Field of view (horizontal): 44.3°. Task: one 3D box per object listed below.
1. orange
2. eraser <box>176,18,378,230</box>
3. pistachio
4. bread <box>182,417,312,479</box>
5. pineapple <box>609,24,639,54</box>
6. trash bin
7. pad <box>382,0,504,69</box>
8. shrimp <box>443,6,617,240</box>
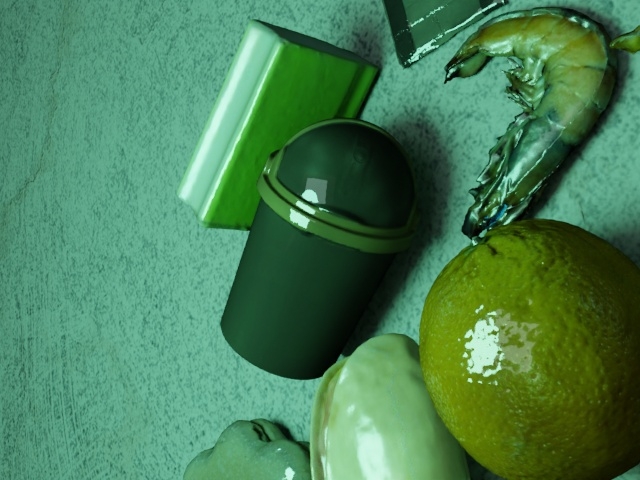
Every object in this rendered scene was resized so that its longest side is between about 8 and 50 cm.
[{"bbox_3d":[0.220,0.106,0.778,0.264,0.264,0.264,-6,82,43],"label":"orange"},{"bbox_3d":[-0.057,-0.149,1.102,0.092,0.210,0.274,41,115,37],"label":"eraser"},{"bbox_3d":[0.081,0.271,0.941,0.187,0.187,0.299,-27,66,38],"label":"pistachio"},{"bbox_3d":[-0.075,0.363,1.138,0.337,0.102,0.183,13,93,45],"label":"bread"},{"bbox_3d":[0.411,-0.113,0.728,0.161,0.158,0.335,88,156,-51],"label":"pineapple"},{"bbox_3d":[0.000,0.000,1.029,0.214,0.214,0.334,43,117,37],"label":"trash bin"},{"bbox_3d":[0.146,-0.372,1.062,0.174,0.022,0.233,-28,69,37],"label":"pad"},{"bbox_3d":[0.215,-0.148,0.945,0.222,0.054,0.290,37,107,38],"label":"shrimp"}]
